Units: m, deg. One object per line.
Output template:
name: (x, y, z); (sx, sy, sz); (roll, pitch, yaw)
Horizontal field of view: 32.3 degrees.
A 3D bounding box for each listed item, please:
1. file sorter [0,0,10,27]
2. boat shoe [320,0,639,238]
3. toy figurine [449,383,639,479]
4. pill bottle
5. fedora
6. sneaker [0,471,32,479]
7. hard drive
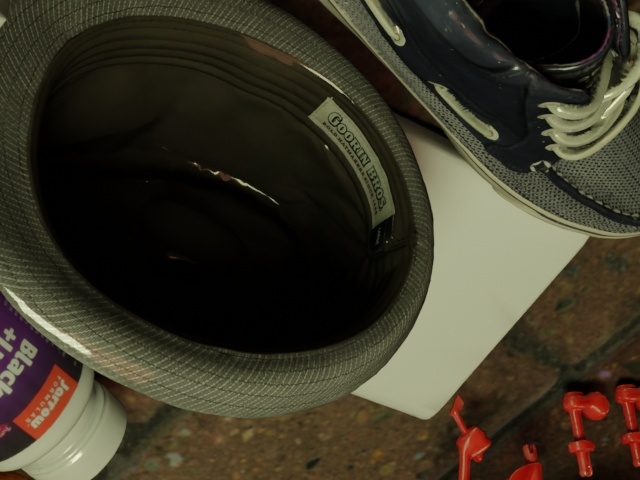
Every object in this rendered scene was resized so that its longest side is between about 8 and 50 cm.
file sorter: (-0.149, -0.240, 0.402); (0.193, 0.277, 0.173); (34, 113, -30)
boat shoe: (0.134, -0.087, 0.625); (0.341, 0.158, 0.127); (33, 94, -29)
toy figurine: (0.236, 0.245, 0.960); (0.363, 0.191, 0.217); (-1, 157, -18)
pill bottle: (-0.222, 0.087, 0.743); (0.108, 0.108, 0.193); (-31, 126, 14)
fedora: (-0.076, -0.015, 0.599); (0.275, 0.243, 0.124); (13, 153, -28)
sneaker: (-0.285, 0.170, 0.791); (0.175, 0.064, 0.067); (9, 134, 14)
hard drive: (0.000, 0.000, 0.758); (0.319, 0.040, 0.210); (23, 120, -24)
